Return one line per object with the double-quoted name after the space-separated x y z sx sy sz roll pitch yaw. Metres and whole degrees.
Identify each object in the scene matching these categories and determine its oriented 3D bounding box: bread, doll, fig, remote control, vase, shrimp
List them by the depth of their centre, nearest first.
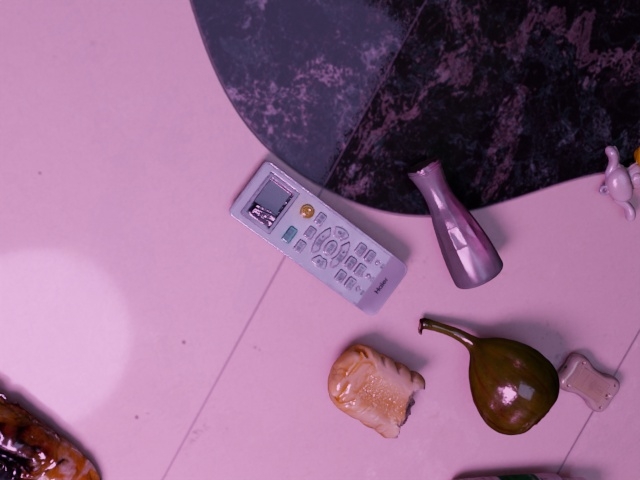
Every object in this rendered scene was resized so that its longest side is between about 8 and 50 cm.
-0.493 0.352 1.211 0.233 0.071 0.365 -44 114 3 "shrimp"
0.000 0.000 1.277 0.293 0.051 0.103 37 90 -16 "remote control"
0.212 -0.031 1.316 0.086 0.086 0.214 -31 103 -7 "vase"
0.091 0.242 1.334 0.177 0.084 0.119 35 89 -18 "bread"
0.282 0.204 1.381 0.151 0.151 0.259 -45 82 -3 "fig"
0.535 -0.098 1.398 0.113 0.071 0.135 -1 107 -7 "doll"
0.482 0.256 1.471 0.122 0.032 0.074 35 91 -20 "remote control"

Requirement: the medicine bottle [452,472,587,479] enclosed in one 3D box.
0.356 0.463 1.450 0.260 0.095 0.095 0 101 -17 "medicine bottle"
